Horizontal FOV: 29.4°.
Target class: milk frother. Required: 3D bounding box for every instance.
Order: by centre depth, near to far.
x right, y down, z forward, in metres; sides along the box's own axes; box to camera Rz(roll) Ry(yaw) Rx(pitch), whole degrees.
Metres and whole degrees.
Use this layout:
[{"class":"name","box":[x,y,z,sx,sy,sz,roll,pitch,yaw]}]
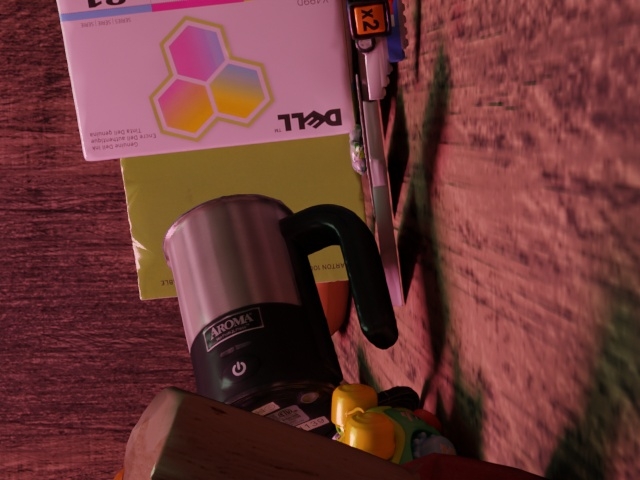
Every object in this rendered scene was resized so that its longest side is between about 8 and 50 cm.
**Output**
[{"class":"milk frother","box":[-0.015,0.062,0.727,0.143,0.129,0.135,80,175,-54]}]

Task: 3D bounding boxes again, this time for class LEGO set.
[{"class":"LEGO set","box":[0.044,-0.096,0.731,0.244,0.060,0.182,77,-173,-58]}]

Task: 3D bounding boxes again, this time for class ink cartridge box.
[{"class":"ink cartridge box","box":[-0.064,-0.075,0.848,0.097,0.189,0.255,-80,-17,-75]}]

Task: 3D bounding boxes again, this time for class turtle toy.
[{"class":"turtle toy","box":[0.039,0.123,0.636,0.130,0.066,0.095,-118,29,-78]}]

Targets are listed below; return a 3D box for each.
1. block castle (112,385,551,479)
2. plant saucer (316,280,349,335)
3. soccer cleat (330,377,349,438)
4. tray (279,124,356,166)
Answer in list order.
[{"class":"block castle","box":[-0.062,0.303,0.471,0.453,0.213,0.303,-54,20,35]},{"class":"plant saucer","box":[0.000,0.000,1.108,0.200,0.037,0.200,178,90,-83]},{"class":"soccer cleat","box":[0.015,0.137,0.911,0.196,0.068,0.076,-106,31,-62]},{"class":"tray","box":[-0.093,-0.160,1.104,0.411,0.076,0.203,180,79,-68]}]
